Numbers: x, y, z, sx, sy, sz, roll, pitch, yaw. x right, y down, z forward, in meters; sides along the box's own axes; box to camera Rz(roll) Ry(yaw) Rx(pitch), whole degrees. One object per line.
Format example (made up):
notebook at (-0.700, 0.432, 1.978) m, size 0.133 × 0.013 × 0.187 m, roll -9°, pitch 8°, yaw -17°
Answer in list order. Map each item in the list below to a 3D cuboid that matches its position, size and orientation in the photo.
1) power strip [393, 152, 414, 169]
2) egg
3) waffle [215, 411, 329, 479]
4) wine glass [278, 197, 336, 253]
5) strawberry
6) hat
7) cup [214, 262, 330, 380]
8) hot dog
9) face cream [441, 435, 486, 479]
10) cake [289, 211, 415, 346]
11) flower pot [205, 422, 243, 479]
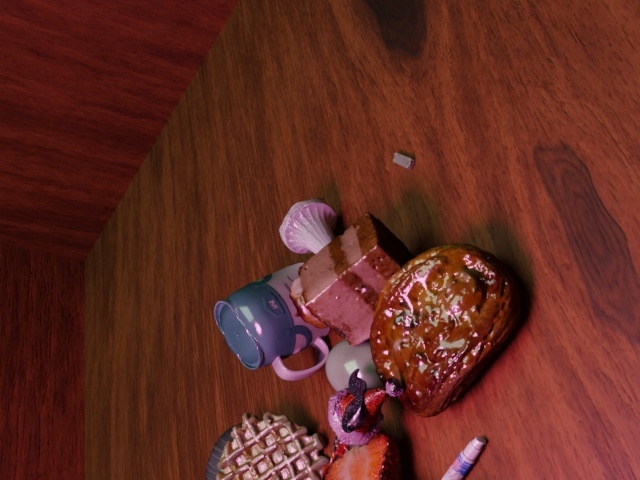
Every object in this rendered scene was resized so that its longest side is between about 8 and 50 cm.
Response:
power strip at (0.205, -0.199, 2.089) m, size 0.083 × 0.017 × 0.027 m, roll 37°, pitch 108°, yaw 57°
egg at (0.093, 0.295, 1.936) m, size 0.192 × 0.149 × 0.150 m, roll -5°, pitch 73°, yaw 51°
waffle at (-0.126, 0.594, 2.123) m, size 0.291 × 0.056 × 0.310 m, roll 16°, pitch 84°, yaw 21°
wine glass at (0.000, 0.000, 2.215) m, size 0.165 × 0.164 × 0.196 m, roll -64°, pitch 36°, yaw 19°
strawberry at (0.106, 0.515, 1.828) m, size 0.188 × 0.106 × 0.286 m, roll -41°, pitch 23°, yaw 16°
hat at (0.098, 0.349, 1.762) m, size 0.140 × 0.129 × 0.227 m, roll -50°, pitch 1°, yaw -41°
cup at (-0.101, 0.226, 2.185) m, size 0.290 × 0.257 × 0.219 m, roll 55°, pitch 140°, yaw 15°
hot dog at (0.236, 0.187, 1.717) m, size 0.388 × 0.174 × 0.267 m, roll -57°, pitch 50°, yaw 30°
face cream at (0.286, 0.440, 1.671) m, size 0.130 × 0.034 × 0.034 m, roll -60°, pitch 34°, yaw 23°
cake at (0.076, 0.110, 1.896) m, size 0.293 × 0.198 × 0.196 m, roll -39°, pitch 26°, yaw 13°
flower pot at (-0.211, 0.617, 2.271) m, size 0.157 × 0.189 × 0.243 m, roll 16°, pitch 93°, yaw 29°
